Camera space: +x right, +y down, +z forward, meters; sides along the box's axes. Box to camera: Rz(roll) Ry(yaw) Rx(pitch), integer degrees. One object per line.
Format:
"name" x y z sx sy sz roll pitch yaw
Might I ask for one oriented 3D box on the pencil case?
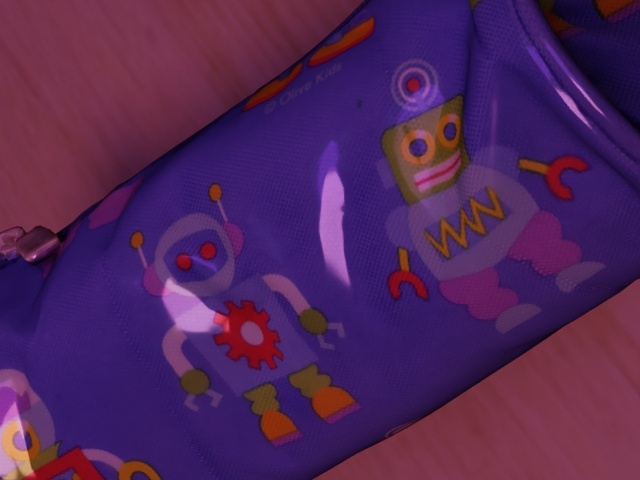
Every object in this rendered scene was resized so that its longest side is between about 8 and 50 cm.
"pencil case" 0.000 0.000 0.605 0.306 0.119 0.133 -33 100 34
